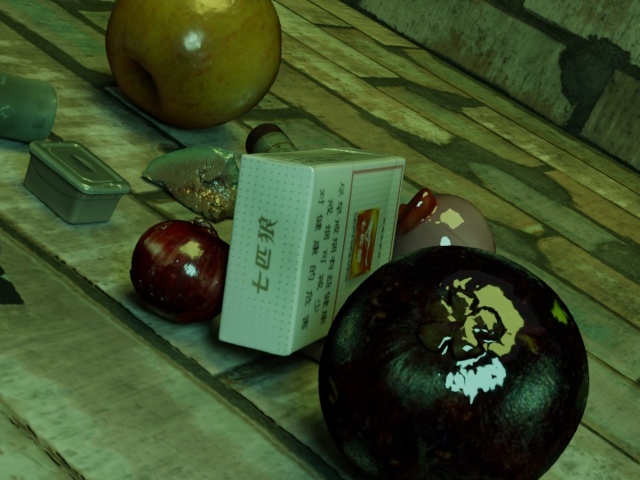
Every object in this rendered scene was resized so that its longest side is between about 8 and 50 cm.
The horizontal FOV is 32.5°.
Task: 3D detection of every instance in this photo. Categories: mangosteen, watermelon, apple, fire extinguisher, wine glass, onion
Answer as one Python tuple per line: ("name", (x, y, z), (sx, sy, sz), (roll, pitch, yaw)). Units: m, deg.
("mangosteen", (0.137, 0.147, 1.141), (0.288, 0.288, 0.288), (22, 21, -9))
("watermelon", (-0.176, -0.089, 1.579), (0.155, 0.101, 0.080), (22, 31, 16))
("apple", (-0.213, -0.320, 1.802), (0.299, 0.299, 0.275), (31, 50, 13))
("fire extinguisher", (-0.062, -0.104, 1.761), (0.099, 0.071, 0.231), (-14, 37, -17))
("wine glass", (-0.464, -0.186, 1.435), (0.231, 0.103, 0.103), (10, 26, -45))
("onion", (-0.153, 0.033, 1.246), (0.131, 0.131, 0.131), (22, 21, -9))

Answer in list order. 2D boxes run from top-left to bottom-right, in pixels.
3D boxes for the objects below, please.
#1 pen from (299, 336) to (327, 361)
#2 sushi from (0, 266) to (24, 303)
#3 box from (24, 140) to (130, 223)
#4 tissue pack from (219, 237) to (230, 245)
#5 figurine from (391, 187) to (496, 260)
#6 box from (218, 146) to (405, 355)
("pen", (0.063, 0.157, 1.327), (0.197, 0.032, 0.053), (25, 21, 2))
("sushi", (-0.444, -0.019, 1.138), (0.231, 0.047, 0.219), (5, 29, -43))
("box", (-0.313, -0.073, 1.394), (0.122, 0.062, 0.089), (36, 23, 27))
("tissue pack", (-0.136, 0.022, 1.413), (0.083, 0.035, 0.063), (32, 22, 20))
("figurine", (0.177, 0.014, 1.611), (0.173, 0.173, 0.173), (22, 21, -9))
("box", (0.000, 0.001, 1.319), (0.095, 0.210, 0.330), (12, 10, 21))
